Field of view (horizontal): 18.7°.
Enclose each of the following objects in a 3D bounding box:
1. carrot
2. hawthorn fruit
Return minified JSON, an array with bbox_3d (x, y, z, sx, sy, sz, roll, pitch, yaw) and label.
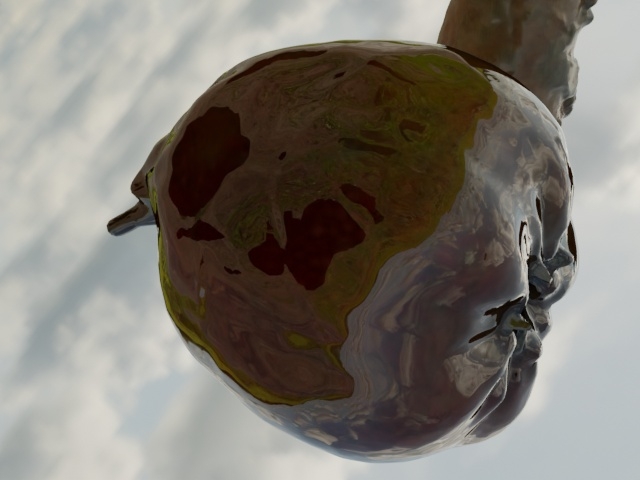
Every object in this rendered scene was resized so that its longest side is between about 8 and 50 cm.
[{"bbox_3d":[0.114,-0.134,1.136,0.102,0.102,0.263,-70,172,-57],"label":"carrot"},{"bbox_3d":[0.000,0.000,0.968,0.208,0.248,0.208,12,90,-69],"label":"hawthorn fruit"}]
